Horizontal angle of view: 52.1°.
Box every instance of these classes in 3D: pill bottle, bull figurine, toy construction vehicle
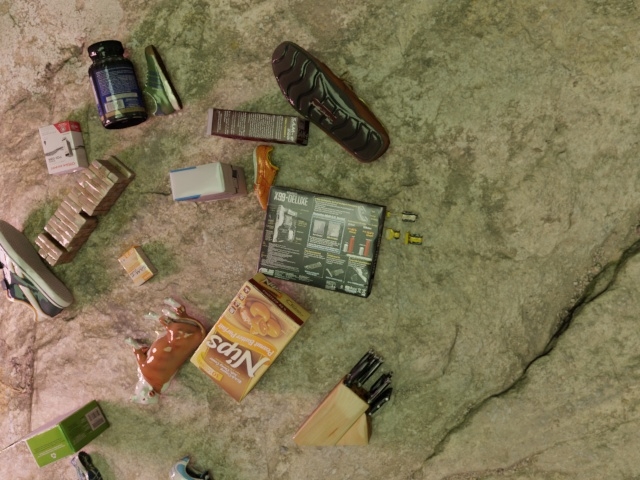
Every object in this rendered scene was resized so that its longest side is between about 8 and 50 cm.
[{"bbox_3d":[-0.557,-0.421,1.776,0.123,0.123,0.219,-14,92,12],"label":"pill bottle"},{"bbox_3d":[-0.449,0.312,1.827,0.188,0.101,0.310,44,101,7],"label":"bull figurine"},{"bbox_3d":[0.219,-0.035,1.705,0.098,0.035,0.086,4,106,13],"label":"toy construction vehicle"}]

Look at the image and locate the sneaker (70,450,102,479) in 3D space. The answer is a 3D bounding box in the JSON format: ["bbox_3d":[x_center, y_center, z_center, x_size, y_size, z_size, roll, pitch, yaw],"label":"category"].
[{"bbox_3d":[-0.695,0.694,1.938,0.058,0.052,0.135,-32,81,22],"label":"sneaker"}]

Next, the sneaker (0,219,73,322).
[{"bbox_3d":[-0.863,0.094,1.877,0.127,0.126,0.321,-39,88,6],"label":"sneaker"}]

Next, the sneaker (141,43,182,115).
[{"bbox_3d":[-0.454,-0.429,1.783,0.086,0.064,0.192,-24,93,7],"label":"sneaker"}]

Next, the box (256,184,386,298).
[{"bbox_3d":[0.000,0.000,1.717,0.307,0.076,0.242,11,98,12],"label":"box"}]

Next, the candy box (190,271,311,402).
[{"bbox_3d":[-0.190,0.260,1.743,0.183,0.087,0.316,40,115,6],"label":"candy box"}]

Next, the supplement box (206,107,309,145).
[{"bbox_3d":[-0.160,-0.295,1.705,0.239,0.130,0.073,7,96,11],"label":"supplement box"}]

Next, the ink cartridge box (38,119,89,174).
[{"bbox_3d":[-0.727,-0.262,1.856,0.099,0.056,0.135,-12,92,11],"label":"ink cartridge box"}]

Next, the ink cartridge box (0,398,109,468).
[{"bbox_3d":[-0.767,0.572,1.867,0.255,0.189,0.097,-27,91,13],"label":"ink cartridge box"}]

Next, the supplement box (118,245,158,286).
[{"bbox_3d":[-0.516,0.072,1.852,0.062,0.036,0.098,-37,87,12],"label":"supplement box"}]

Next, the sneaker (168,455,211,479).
[{"bbox_3d":[-0.324,0.712,1.847,0.237,0.085,0.086,45,94,1],"label":"sneaker"}]

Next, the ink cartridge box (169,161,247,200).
[{"bbox_3d":[-0.288,-0.149,1.711,0.139,0.190,0.082,-9,92,11],"label":"ink cartridge box"}]

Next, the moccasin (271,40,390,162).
[{"bbox_3d":[0.031,-0.360,1.668,0.380,0.147,0.139,38,115,2],"label":"moccasin"}]

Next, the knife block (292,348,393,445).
[{"bbox_3d":[0.059,0.416,1.743,0.275,0.088,0.242,-4,93,12],"label":"knife block"}]

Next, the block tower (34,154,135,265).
[{"bbox_3d":[-0.667,-0.085,1.841,0.091,0.097,0.335,41,100,5],"label":"block tower"}]

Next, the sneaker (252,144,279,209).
[{"bbox_3d":[-0.143,-0.168,1.747,0.067,0.064,0.175,-2,96,5],"label":"sneaker"}]
